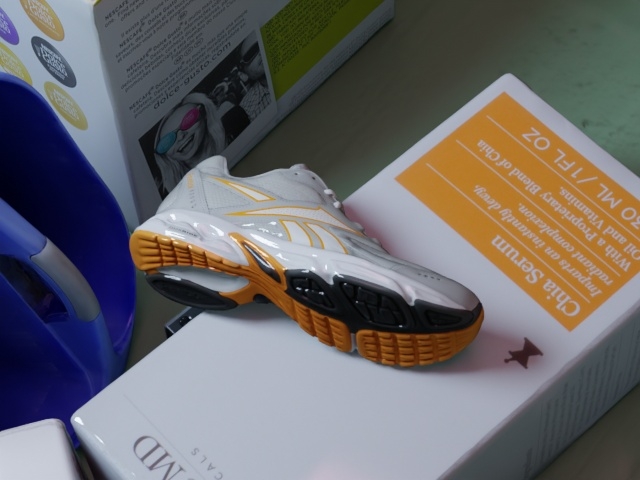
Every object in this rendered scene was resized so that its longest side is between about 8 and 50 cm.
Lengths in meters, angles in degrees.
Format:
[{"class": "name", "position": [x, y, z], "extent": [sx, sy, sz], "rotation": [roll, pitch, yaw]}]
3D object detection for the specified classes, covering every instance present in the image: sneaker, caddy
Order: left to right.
[{"class": "caddy", "position": [-0.256, 0.025, 1.267], "extent": [0.179, 0.341, 0.241], "rotation": [3, 57, 25]}, {"class": "sneaker", "position": [0.000, 0.000, 1.212], "extent": [0.262, 0.099, 0.121], "rotation": [17, 55, 15]}]

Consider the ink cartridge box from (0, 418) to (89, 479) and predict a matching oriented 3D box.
[{"class": "ink cartridge box", "position": [-0.193, 0.261, 1.208], "extent": [0.092, 0.158, 0.218], "rotation": [-14, 59, -6]}]

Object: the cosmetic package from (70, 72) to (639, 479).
[{"class": "cosmetic package", "position": [0.063, 0.101, 1.293], "extent": [0.453, 0.161, 0.230], "rotation": [-39, 64, -19]}]

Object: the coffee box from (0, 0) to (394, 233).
[{"class": "coffee box", "position": [-0.165, -0.280, 1.435], "extent": [0.337, 0.334, 0.338], "rotation": [38, 67, 22]}]

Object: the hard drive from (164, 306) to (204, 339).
[{"class": "hard drive", "position": [-0.064, 0.056, 1.364], "extent": [0.135, 0.094, 0.022], "rotation": [-38, 65, -19]}]
